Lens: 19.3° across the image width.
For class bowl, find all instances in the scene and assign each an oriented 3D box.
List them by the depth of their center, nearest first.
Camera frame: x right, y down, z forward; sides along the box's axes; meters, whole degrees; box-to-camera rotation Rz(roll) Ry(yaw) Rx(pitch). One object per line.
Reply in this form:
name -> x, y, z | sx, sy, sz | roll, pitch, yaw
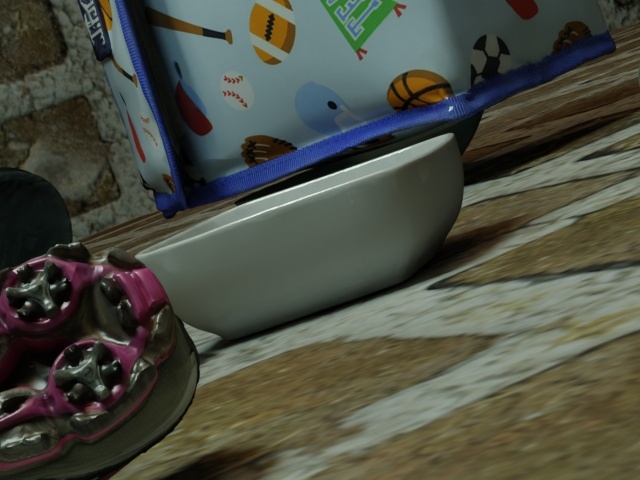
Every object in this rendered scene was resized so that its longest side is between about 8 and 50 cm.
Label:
bowl -> 0.000, 0.000, 0.862 | 0.142, 0.053, 0.142 | -20, 4, 17

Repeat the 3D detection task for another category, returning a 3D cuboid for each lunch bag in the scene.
lunch bag -> -0.042, -0.206, 1.340 | 0.385, 0.328, 0.239 | -14, 6, 45

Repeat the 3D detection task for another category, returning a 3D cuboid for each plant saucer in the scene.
plant saucer -> 0.034, -0.045, 1.370 | 0.195, 0.037, 0.195 | -21, 5, 2

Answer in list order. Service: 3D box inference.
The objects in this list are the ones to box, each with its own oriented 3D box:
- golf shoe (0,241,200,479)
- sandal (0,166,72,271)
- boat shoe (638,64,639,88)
golf shoe -> -0.117, 0.074, 0.528 | 0.186, 0.067, 0.086 | -26, -27, -5
sandal -> -0.414, 0.045, 1.615 | 0.445, 0.168, 0.107 | -23, 22, -24
boat shoe -> 0.191, -0.080, 0.867 | 0.070, 0.078, 0.219 | -20, -4, 1
